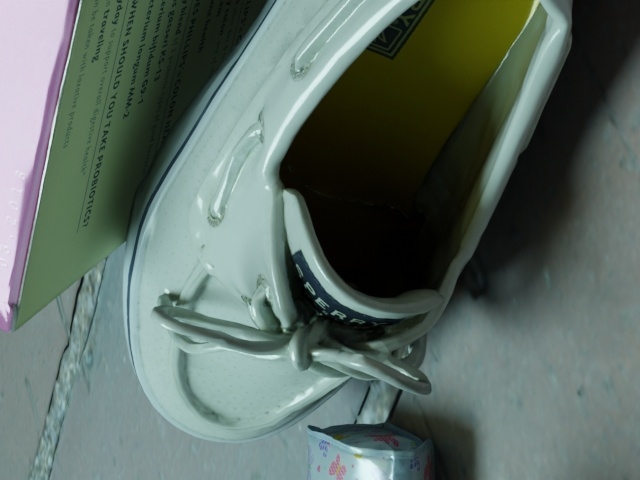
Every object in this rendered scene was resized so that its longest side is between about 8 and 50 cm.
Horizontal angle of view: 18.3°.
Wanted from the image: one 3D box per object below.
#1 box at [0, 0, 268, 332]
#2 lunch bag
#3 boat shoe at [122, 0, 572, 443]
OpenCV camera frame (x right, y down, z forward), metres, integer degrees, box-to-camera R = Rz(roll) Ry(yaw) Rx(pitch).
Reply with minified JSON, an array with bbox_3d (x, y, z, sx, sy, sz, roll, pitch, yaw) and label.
[{"bbox_3d":[-0.099,-0.118,0.897,0.117,0.243,0.213,29,128,15],"label":"box"},{"bbox_3d":[0.026,0.122,0.899,0.083,0.053,0.071,-172,82,-74],"label":"lunch bag"},{"bbox_3d":[0.009,0.001,0.810,0.156,0.136,0.367,-89,23,-44],"label":"boat shoe"}]
